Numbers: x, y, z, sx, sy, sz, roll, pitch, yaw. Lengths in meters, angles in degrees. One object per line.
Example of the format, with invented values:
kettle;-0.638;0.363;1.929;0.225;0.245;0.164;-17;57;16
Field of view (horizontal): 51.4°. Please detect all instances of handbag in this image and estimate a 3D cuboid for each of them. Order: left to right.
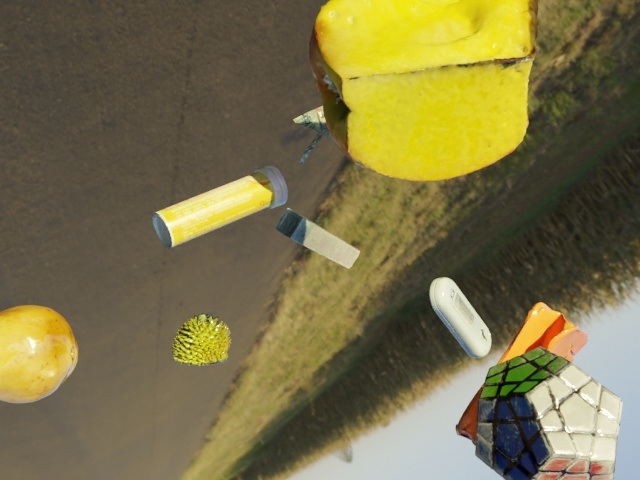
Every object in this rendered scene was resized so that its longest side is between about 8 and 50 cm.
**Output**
handbag;0.532;0.376;1.732;0.410;0.116;0.303;-58;146;3

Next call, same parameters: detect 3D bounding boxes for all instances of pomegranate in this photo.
pomegranate;-0.661;0.252;1.495;0.233;0.233;0.233;-31;167;-8

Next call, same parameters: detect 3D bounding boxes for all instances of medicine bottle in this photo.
medicine bottle;-0.160;-0.055;1.081;0.218;0.074;0.074;-26;165;-30

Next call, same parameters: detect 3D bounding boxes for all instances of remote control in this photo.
remote control;0.326;0.179;1.528;0.047;0.244;0.087;-16;-143;38

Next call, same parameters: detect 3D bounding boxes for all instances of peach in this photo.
peach;0.177;-0.265;1.027;0.380;0.306;0.242;-15;140;-4

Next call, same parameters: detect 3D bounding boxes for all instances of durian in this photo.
durian;-0.280;0.218;1.552;0.137;0.095;0.221;-3;-171;-11

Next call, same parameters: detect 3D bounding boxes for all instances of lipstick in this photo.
lipstick;0.000;0.000;1.827;0.066;0.068;0.317;-59;144;2

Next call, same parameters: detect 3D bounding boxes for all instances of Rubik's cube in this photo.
Rubik's cube;0.464;0.379;1.359;0.264;0.319;0.319;-2;150;-38

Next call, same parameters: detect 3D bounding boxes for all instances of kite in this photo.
kite;0.003;-0.227;1.430;0.005;0.137;0.152;-119;-127;-84
